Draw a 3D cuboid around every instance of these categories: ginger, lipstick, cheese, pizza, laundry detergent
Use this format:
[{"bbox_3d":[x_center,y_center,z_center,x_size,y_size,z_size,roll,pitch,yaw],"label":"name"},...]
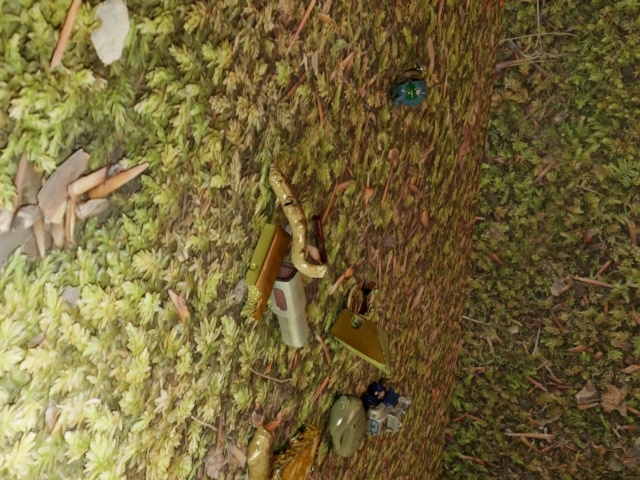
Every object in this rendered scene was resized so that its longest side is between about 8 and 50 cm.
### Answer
[{"bbox_3d":[-0.058,-0.040,1.525,0.089,0.075,0.288,175,-105,-79],"label":"ginger"},{"bbox_3d":[-0.080,0.170,1.674,0.077,0.078,0.253,-56,149,-41],"label":"lipstick"},{"bbox_3d":[0.265,0.595,2.657,0.060,0.041,0.084,-46,153,-37],"label":"cheese"},{"bbox_3d":[0.001,0.000,1.825,0.027,0.027,0.177,-57,150,-37],"label":"lipstick"},{"bbox_3d":[-0.089,0.707,1.920,0.287,0.074,0.251,-14,114,-62],"label":"pizza"},{"bbox_3d":[0.091,0.633,2.245,0.181,0.091,0.253,-48,143,-37],"label":"laundry detergent"},{"bbox_3d":[-0.160,0.582,1.715,0.095,0.068,0.190,-75,167,-68],"label":"ginger"}]

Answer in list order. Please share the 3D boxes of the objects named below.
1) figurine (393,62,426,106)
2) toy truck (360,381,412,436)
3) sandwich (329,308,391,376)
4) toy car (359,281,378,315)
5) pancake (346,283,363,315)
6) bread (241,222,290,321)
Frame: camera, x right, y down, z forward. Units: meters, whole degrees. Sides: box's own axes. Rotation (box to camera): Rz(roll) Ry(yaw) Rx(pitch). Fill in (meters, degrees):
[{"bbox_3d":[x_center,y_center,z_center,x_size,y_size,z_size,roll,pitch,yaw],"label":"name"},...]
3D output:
[{"bbox_3d":[0.305,-0.517,2.143,0.178,0.114,0.145,-19,112,-75],"label":"figurine"},{"bbox_3d":[0.251,0.671,2.501,0.213,0.176,0.161,-35,133,-56],"label":"toy truck"},{"bbox_3d":[0.151,0.320,2.040,0.128,0.235,0.122,-57,141,-8],"label":"sandwich"},{"bbox_3d":[0.165,0.202,2.235,0.035,0.059,0.122,15,86,-35],"label":"toy car"},{"bbox_3d":[0.113,0.213,2.169,0.139,0.022,0.140,-41,138,-53],"label":"pancake"},{"bbox_3d":[-0.138,0.076,1.540,0.088,0.049,0.226,45,62,-62],"label":"bread"}]
